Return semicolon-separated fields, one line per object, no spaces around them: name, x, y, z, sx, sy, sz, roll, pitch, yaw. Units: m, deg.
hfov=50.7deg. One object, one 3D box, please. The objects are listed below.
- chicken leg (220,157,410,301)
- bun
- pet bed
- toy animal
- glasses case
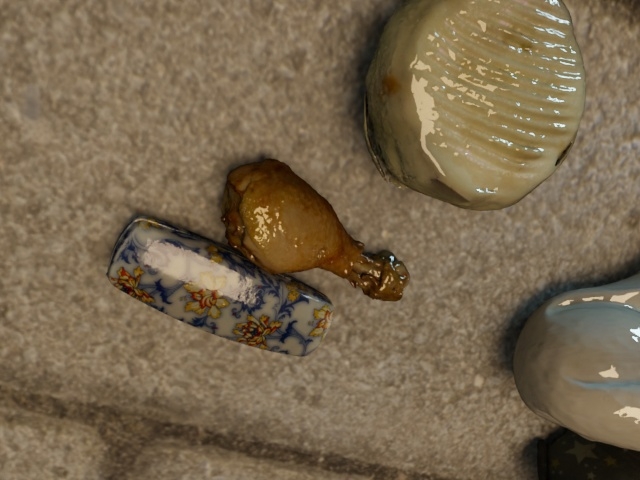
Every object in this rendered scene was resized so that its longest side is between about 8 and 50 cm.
chicken leg;0.001;0.002;0.725;0.251;0.087;0.107;28;93;-28
bun;0.146;-0.144;0.678;0.239;0.141;0.239;-3;100;-18
pet bed;0.396;0.374;0.922;0.159;0.183;0.211;-32;115;-5
toy animal;0.372;0.145;0.827;0.265;0.271;0.206;-2;141;8
glasses case;-0.101;0.055;0.722;0.248;0.065;0.087;26;100;-24
